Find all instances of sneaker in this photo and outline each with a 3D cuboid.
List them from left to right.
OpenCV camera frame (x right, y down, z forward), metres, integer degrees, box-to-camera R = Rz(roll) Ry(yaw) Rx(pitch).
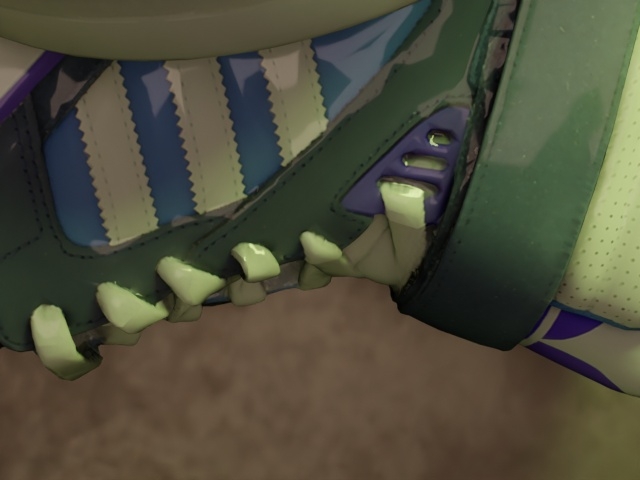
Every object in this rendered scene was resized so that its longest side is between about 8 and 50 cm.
[{"bbox_3d":[0.000,0.000,0.581,0.236,0.130,0.323,42,84,-1],"label":"sneaker"}]

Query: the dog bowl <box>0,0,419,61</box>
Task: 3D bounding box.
[{"bbox_3d":[-0.027,-0.181,0.503,0.265,0.265,0.104,-30,141,-2],"label":"dog bowl"}]
